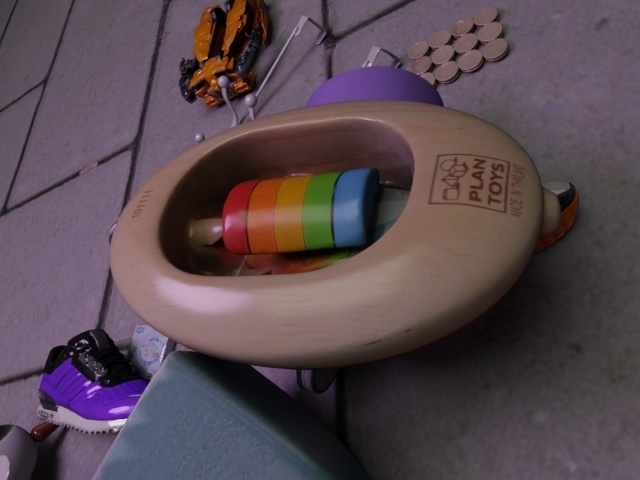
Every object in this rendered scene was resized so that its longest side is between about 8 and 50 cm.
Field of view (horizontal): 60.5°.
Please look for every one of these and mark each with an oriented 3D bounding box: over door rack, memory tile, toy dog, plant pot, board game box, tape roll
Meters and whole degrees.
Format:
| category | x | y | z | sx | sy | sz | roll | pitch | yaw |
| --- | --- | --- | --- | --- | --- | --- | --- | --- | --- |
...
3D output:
| category | x | y | z | sx | sy | sz | roll | pitch | yaw |
| --- | --- | --- | --- | --- | --- | --- | --- | --- | --- |
| over door rack | -0.063 | -0.246 | 0.938 | 0.324 | 0.108 | 0.239 | -49 | 48 | 2 |
| memory tile | 0.205 | -0.288 | 0.834 | 0.148 | 0.012 | 0.113 | -21 | 54 | 26 |
| toy dog | -0.456 | 0.377 | 0.823 | 0.161 | 0.220 | 0.333 | -25 | 53 | -20 |
| plant pot | -0.072 | 0.280 | 0.539 | 0.252 | 0.247 | 0.247 | 29 | 82 | 8 |
| board game box | -0.280 | 0.184 | 0.899 | 0.090 | 0.020 | 0.090 | -5 | 63 | 34 |
| tape roll | 0.070 | -0.128 | 0.716 | 0.189 | 0.189 | 0.080 | -16 | 57 | 28 |

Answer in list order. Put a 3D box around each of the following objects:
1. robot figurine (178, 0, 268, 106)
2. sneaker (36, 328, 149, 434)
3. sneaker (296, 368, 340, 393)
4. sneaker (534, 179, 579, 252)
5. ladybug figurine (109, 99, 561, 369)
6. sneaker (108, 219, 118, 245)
| category | x | y | z | sx | sy | sz | roll | pitch | yaw |
| --- | --- | --- | --- | --- | --- | --- | --- | --- | --- |
| robot figurine | -0.190 | -0.397 | 1.132 | 0.211 | 0.085 | 0.290 | -15 | 56 | 29 |
| sneaker | -0.341 | 0.210 | 0.847 | 0.293 | 0.102 | 0.146 | -5 | 80 | 33 |
| sneaker | -0.049 | 0.097 | 0.730 | 0.164 | 0.086 | 0.226 | -8 | 50 | 20 |
| sneaker | 0.164 | -0.030 | 0.659 | 0.263 | 0.099 | 0.121 | -21 | 50 | 24 |
| ladybug figurine | 0.000 | 0.000 | 0.559 | 0.450 | 0.162 | 0.305 | 0 | 53 | 25 |
| sneaker | -0.295 | 0.020 | 0.965 | 0.229 | 0.086 | 0.132 | -15 | 59 | 27 |
